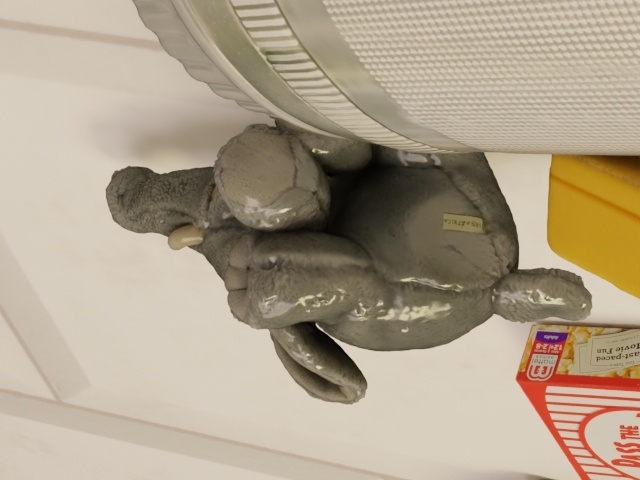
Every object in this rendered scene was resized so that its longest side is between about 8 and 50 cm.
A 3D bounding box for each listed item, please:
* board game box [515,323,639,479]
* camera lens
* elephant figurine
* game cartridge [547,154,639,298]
[{"bbox_3d":[0.235,0.110,1.037,0.194,0.045,0.147,0,144,33],"label":"board game box"},{"bbox_3d":[0.086,-0.135,0.528,0.274,0.219,0.219,4,147,46],"label":"camera lens"},{"bbox_3d":[0.000,0.000,0.935,0.169,0.186,0.239,-17,171,-19],"label":"elephant figurine"},{"bbox_3d":[0.268,0.003,0.545,0.324,0.052,0.285,-2,-164,-23],"label":"game cartridge"}]
